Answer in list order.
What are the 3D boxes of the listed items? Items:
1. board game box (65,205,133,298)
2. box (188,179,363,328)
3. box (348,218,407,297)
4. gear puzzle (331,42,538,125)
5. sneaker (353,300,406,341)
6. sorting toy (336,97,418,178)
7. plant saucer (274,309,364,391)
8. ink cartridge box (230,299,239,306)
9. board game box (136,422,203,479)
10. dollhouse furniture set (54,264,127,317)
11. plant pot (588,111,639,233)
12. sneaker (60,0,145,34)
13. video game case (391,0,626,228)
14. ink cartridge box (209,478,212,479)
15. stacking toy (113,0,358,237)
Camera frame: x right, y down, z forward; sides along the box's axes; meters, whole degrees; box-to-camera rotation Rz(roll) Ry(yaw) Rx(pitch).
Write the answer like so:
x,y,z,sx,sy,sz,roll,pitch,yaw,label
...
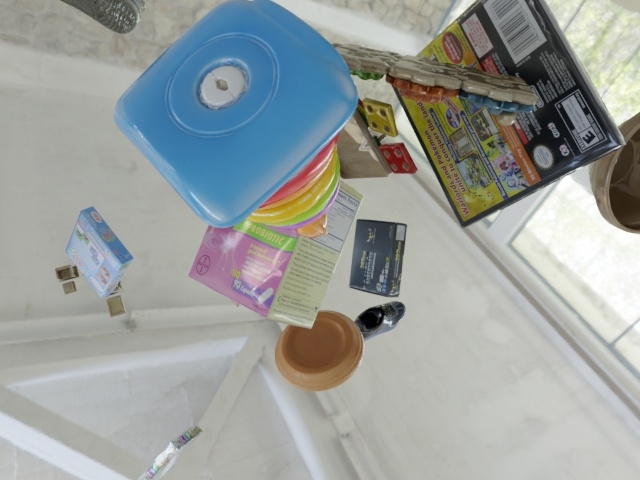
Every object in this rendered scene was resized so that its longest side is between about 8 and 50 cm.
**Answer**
x,y,z,sx,sy,sz,roll,pitch,yaw,label
-0.551,0.035,1.252,0.160,0.211,0.039,51,-135,2,board game box
-0.080,-0.006,0.863,0.213,0.243,0.117,20,176,40,box
0.180,0.052,1.613,0.059,0.233,0.183,6,-178,-37,box
0.079,-0.197,0.610,0.338,0.044,0.175,15,-153,8,gear puzzle
0.187,0.235,1.552,0.232,0.090,0.081,-25,-118,-35,sneaker
0.051,-0.160,0.758,0.132,0.046,0.274,55,160,-20,sorting toy
-0.005,0.229,1.101,0.199,0.037,0.200,-8,-136,8,plant saucer
-0.315,0.128,1.746,0.175,0.127,0.072,44,-117,9,ink cartridge box
-0.343,0.489,1.140,0.026,0.154,0.103,44,-167,11,board game box
-0.668,0.154,1.491,0.160,0.101,0.182,-16,-99,-13,dollhouse furniture set
0.592,-0.140,0.953,0.237,0.238,0.110,13,-164,-24,plant pot
-0.409,-0.449,0.868,0.222,0.083,0.118,37,-157,-29,sneaker
0.246,-0.192,0.729,0.035,0.248,0.275,-14,-104,-42,video game case
-0.218,0.580,0.962,0.139,0.082,0.190,-19,-137,-39,ink cartridge box
-0.039,-0.069,0.518,0.175,0.166,0.302,44,176,24,stacking toy
